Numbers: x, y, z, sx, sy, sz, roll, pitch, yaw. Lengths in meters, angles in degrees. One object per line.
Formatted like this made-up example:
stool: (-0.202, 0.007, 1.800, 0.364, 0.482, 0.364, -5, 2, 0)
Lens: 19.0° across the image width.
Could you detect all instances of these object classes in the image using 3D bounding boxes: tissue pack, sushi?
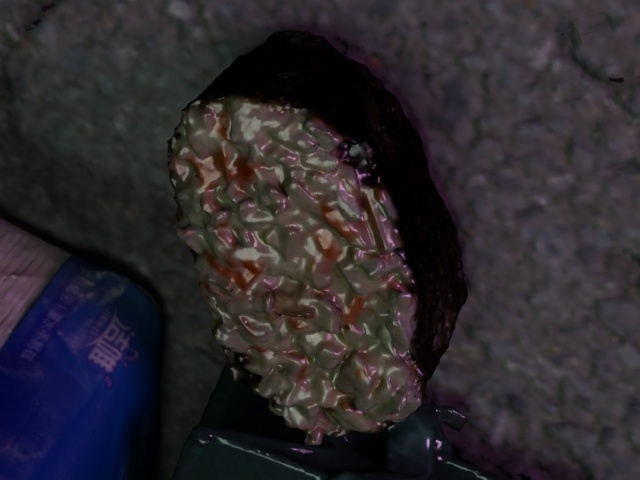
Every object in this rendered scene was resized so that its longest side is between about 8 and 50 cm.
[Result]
tissue pack: (-0.165, 0.146, 0.759, 0.137, 0.269, 0.209, 19, 127, 12)
sushi: (0.000, 0.000, 0.709, 0.090, 0.078, 0.150, -3, 120, 26)

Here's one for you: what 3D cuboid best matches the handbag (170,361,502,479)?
handbag: (0.068, 0.201, 0.812, 0.326, 0.089, 0.238, 29, 129, 5)
